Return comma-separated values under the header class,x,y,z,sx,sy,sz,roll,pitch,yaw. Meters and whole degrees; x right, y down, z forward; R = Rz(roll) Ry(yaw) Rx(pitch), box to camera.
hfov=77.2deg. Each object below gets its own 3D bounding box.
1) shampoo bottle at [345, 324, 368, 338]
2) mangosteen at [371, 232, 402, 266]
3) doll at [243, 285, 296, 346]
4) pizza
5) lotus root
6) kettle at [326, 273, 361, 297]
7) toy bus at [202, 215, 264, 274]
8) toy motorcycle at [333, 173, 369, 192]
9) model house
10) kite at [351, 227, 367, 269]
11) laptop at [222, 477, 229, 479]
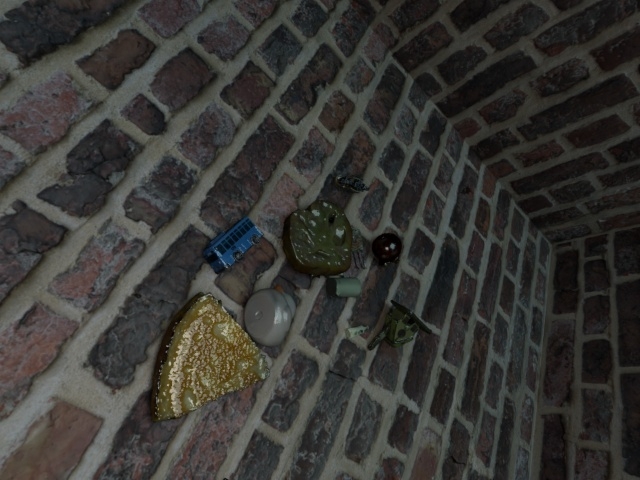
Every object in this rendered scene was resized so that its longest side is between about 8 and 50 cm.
class,x,y,z,sx,sy,sz,roll,pitch,yaw
shampoo bottle,0.182,0.437,1.950,0.141,0.034,0.048,-8,76,-41
mangosteen,0.355,0.051,2.128,0.173,0.173,0.183,-14,105,-40
doll,-0.187,0.302,1.618,0.221,0.221,0.250,12,65,-35
pizza,-0.419,0.383,1.438,0.435,0.080,0.391,-12,84,-40
lotus root,0.000,0.000,1.878,0.374,0.111,0.390,53,51,-8
kettle,0.108,0.211,1.923,0.148,0.098,0.126,6,78,-33
toy bus,-0.354,0.018,1.610,0.133,0.116,0.234,52,50,-13
toy motorcycle,0.158,-0.301,2.117,0.229,0.130,0.093,8,94,-50
model house,0.375,0.480,2.026,0.218,0.205,0.278,43,84,-18
kite,0.186,0.044,2.090,0.127,0.016,0.229,-5,76,-36
laptop,-0.306,0.954,1.419,0.197,0.016,0.135,46,55,-18
